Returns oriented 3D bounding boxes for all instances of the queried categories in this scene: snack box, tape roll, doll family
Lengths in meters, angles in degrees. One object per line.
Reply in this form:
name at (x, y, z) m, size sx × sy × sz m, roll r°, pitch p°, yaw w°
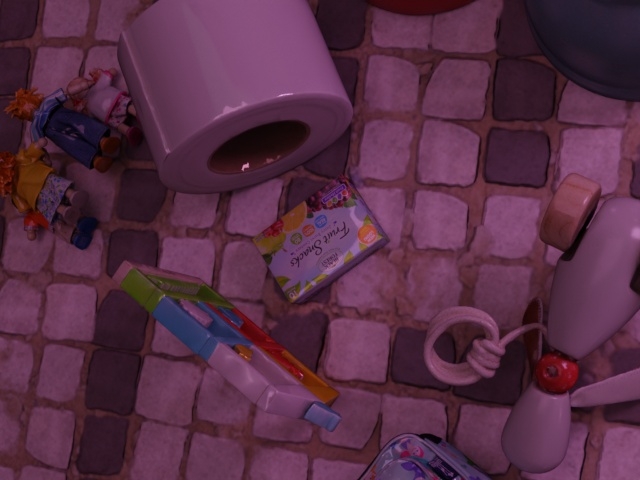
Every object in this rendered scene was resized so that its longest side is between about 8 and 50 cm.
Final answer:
snack box at (0.000, 0.000, 1.379) m, size 0.141 × 0.037 × 0.100 m, roll -36°, pitch 72°, yaw 12°
tape roll at (-0.102, -0.182, 1.337) m, size 0.246 × 0.246 × 0.169 m, roll -26°, pitch 74°, yaw 15°
doll family at (-0.356, -0.124, 1.491) m, size 0.163 × 0.118 × 0.262 m, roll 29°, pitch 93°, yaw 23°

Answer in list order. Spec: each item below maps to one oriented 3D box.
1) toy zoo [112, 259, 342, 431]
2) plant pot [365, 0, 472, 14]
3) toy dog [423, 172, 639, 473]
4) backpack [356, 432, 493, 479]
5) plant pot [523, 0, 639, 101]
toy zoo at (-0.091, 0.128, 1.311) m, size 0.293 × 0.192 × 0.030 m, roll 38°, pitch 96°, yaw 21°
plant pot at (0.095, -0.426, 1.301) m, size 0.275 × 0.243 × 0.274 m, roll -3°, pitch 81°, yaw 21°
toy dog at (0.292, 0.078, 1.220) m, size 0.220 × 0.161 × 0.333 m, roll 47°, pitch 114°, yaw 18°
backpack at (0.126, 0.354, 1.203) m, size 0.253 × 0.191 × 0.225 m, roll 41°, pitch 96°, yaw 16°
plant pot at (0.350, -0.317, 1.211) m, size 0.293 × 0.196 × 0.292 m, roll -3°, pitch 81°, yaw 20°
